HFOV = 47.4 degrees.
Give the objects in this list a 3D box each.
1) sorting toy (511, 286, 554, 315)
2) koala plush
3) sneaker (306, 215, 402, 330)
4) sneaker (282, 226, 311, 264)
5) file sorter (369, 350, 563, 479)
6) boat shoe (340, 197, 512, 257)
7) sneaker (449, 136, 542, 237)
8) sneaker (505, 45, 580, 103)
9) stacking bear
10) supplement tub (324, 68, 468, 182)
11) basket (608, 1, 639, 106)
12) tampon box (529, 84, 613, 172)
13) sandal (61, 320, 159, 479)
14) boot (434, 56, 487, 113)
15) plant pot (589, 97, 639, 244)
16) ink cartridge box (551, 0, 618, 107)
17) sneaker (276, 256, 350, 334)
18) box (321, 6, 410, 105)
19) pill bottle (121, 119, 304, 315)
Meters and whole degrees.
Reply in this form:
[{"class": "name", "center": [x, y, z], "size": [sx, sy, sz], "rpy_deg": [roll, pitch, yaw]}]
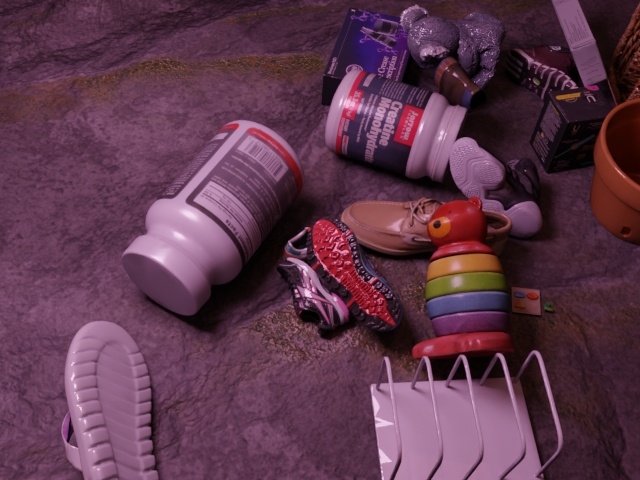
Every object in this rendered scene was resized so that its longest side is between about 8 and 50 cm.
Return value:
[{"class": "sorting toy", "center": [0.423, 0.121, 1.453], "size": [0.083, 0.012, 0.062], "rpy_deg": [6, 55, 1]}, {"class": "koala plush", "center": [0.291, -0.455, 1.688], "size": [0.221, 0.203, 0.196], "rpy_deg": [10, 48, -30]}, {"class": "sneaker", "center": [0.064, 0.072, 1.405], "size": [0.104, 0.125, 0.262], "rpy_deg": [-35, 71, 6]}, {"class": "sneaker", "center": [0.000, 0.000, 1.472], "size": [0.161, 0.075, 0.057], "rpy_deg": [-22, 60, -17]}, {"class": "file sorter", "center": [0.239, 0.297, 1.223], "size": [0.278, 0.173, 0.193], "rpy_deg": [-2, 56, -5]}, {"class": "boat shoe", "center": [0.214, -0.041, 1.481], "size": [0.341, 0.110, 0.121], "rpy_deg": [7, 52, -3]}, {"class": "sneaker", "center": [0.373, -0.137, 1.533], "size": [0.268, 0.101, 0.153], "rpy_deg": [45, 43, -19]}, {"class": "sneaker", "center": [0.598, -0.396, 1.769], "size": [0.162, 0.106, 0.281], "rpy_deg": [-25, 60, -23]}, {"class": "stacking bear", "center": [0.262, 0.066, 1.340], "size": [0.164, 0.175, 0.289], "rpy_deg": [7, 73, -37]}, {"class": "supplement tub", "center": [0.163, -0.246, 1.583], "size": [0.272, 0.191, 0.191], "rpy_deg": [19, 56, 10]}, {"class": "basket", "center": [0.774, -0.406, 1.667], "size": [0.223, 0.299, 0.213], "rpy_deg": [31, 61, 14]}, {"class": "tampon box", "center": [0.559, -0.248, 1.625], "size": [0.120, 0.161, 0.101], "rpy_deg": [-9, 55, -11]}, {"class": "sandal", "center": [-0.362, 0.323, 1.205], "size": [0.102, 0.169, 0.416], "rpy_deg": [-33, 54, 23]}, {"class": "boot", "center": [0.312, -0.303, 1.619], "size": [0.082, 0.219, 0.106], "rpy_deg": [-39, 62, -3]}, {"class": "plant pot", "center": [0.699, -0.125, 1.525], "size": [0.291, 0.203, 0.291], "rpy_deg": [1, 55, -2]}, {"class": "ink cartridge box", "center": [0.633, -0.469, 1.764], "size": [0.060, 0.239, 0.275], "rpy_deg": [-20, 47, 22]}, {"class": "sneaker", "center": [-0.027, 0.107, 1.400], "size": [0.077, 0.072, 0.178], "rpy_deg": [-38, 64, -24]}, {"class": "box", "center": [0.122, -0.432, 1.766], "size": [0.184, 0.103, 0.261], "rpy_deg": [12, 55, 8]}, {"class": "pill bottle", "center": [-0.204, -0.047, 1.411], "size": [0.210, 0.210, 0.363], "rpy_deg": [27, 58, 15]}]
